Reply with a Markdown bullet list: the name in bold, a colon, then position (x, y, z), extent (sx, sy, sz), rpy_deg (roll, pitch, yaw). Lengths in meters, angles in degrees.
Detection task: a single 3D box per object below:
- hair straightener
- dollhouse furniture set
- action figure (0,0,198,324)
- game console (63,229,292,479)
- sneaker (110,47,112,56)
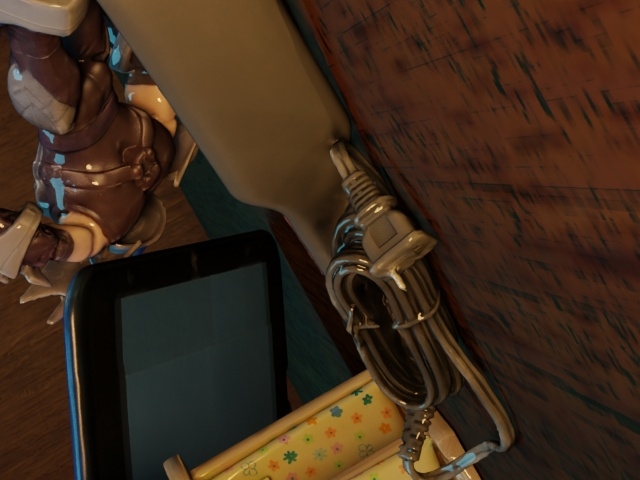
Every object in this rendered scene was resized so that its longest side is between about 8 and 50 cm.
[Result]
- **hair straightener**: position (0.000, 0.000, 0.452), extent (0.230, 0.047, 0.089), rpy_deg (63, 174, -36)
- **dollhouse furniture set**: position (-0.005, 0.168, 0.695), extent (0.161, 0.182, 0.101), rpy_deg (63, 174, -26)
- **action figure**: position (-0.129, -0.082, 0.815), extent (0.285, 0.099, 0.185), rpy_deg (82, -161, -49)
- **game console**: position (-0.008, 0.134, 0.891), extent (0.250, 0.173, 0.293), rpy_deg (29, -166, 14)
- **sneaker**: position (-0.178, -0.205, 1.112), extent (0.166, 0.065, 0.076), rpy_deg (55, 157, 20)
